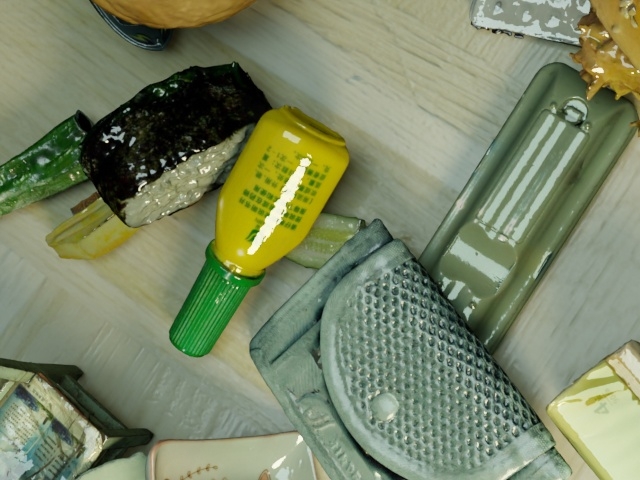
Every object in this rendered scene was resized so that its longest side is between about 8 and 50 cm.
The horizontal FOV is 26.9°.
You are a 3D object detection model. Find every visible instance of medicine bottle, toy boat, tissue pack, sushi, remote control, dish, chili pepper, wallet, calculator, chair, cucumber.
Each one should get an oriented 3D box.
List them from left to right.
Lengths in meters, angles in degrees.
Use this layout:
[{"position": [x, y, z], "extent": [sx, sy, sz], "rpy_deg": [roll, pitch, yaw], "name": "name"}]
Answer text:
[{"position": [-0.362, -0.065, 1.636], "extent": [0.227, 0.059, 0.088], "rpy_deg": [-32, 80, 12], "name": "chili pepper"}, {"position": [-0.320, 0.223, 1.476], "extent": [0.147, 0.270, 0.136], "rpy_deg": [40, 94, 18], "name": "chair"}, {"position": [-0.250, -0.036, 1.599], "extent": [0.172, 0.065, 0.066], "rpy_deg": [-35, 52, 4], "name": "toy boat"}, {"position": [-0.250, -0.331, 1.618], "extent": [0.093, 0.103, 0.246], "rpy_deg": [-28, 80, -14], "name": "toy boat"}, {"position": [-0.161, -0.115, 1.527], "extent": [0.225, 0.124, 0.127], "rpy_deg": [-29, 70, -16], "name": "sushi"}, {"position": [-0.096, 0.293, 1.453], "extent": [0.077, 0.212, 0.151], "rpy_deg": [-42, 56, 44], "name": "dish"}, {"position": [-0.081, -0.002, 1.513], "extent": [0.111, 0.076, 0.309], "rpy_deg": [29, 105, -7], "name": "medicine bottle"}, {"position": [0.000, 0.000, 1.536], "extent": [0.107, 0.035, 0.067], "rpy_deg": [10, 92, 25], "name": "cucumber"}, {"position": [0.081, 0.176, 1.443], "extent": [0.237, 0.075, 0.342], "rpy_deg": [-43, 73, 25], "name": "wallet"}, {"position": [0.212, -0.030, 1.463], "extent": [0.128, 0.065, 0.335], "rpy_deg": [33, 93, 15], "name": "remote control"}, {"position": [0.275, -0.351, 1.510], "extent": [0.161, 0.021, 0.262], "rpy_deg": [14, 87, 17], "name": "calculator"}, {"position": [0.347, 0.222, 1.343], "extent": [0.125, 0.159, 0.234], "rpy_deg": [-40, 75, 8], "name": "tissue pack"}]

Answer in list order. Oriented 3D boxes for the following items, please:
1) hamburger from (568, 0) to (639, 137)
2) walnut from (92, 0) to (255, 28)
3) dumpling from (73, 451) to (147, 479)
[{"position": [0.413, -0.215, 1.332], "extent": [0.445, 0.268, 0.287], "rpy_deg": [33, 98, 12], "name": "hamburger"}, {"position": [-0.150, -0.395, 1.484], "extent": [0.332, 0.333, 0.333], "rpy_deg": [-2, 82, 16], "name": "walnut"}, {"position": [-0.235, 0.430, 1.469], "extent": [0.270, 0.212, 0.321], "rpy_deg": [-13, 68, -23], "name": "dumpling"}]
